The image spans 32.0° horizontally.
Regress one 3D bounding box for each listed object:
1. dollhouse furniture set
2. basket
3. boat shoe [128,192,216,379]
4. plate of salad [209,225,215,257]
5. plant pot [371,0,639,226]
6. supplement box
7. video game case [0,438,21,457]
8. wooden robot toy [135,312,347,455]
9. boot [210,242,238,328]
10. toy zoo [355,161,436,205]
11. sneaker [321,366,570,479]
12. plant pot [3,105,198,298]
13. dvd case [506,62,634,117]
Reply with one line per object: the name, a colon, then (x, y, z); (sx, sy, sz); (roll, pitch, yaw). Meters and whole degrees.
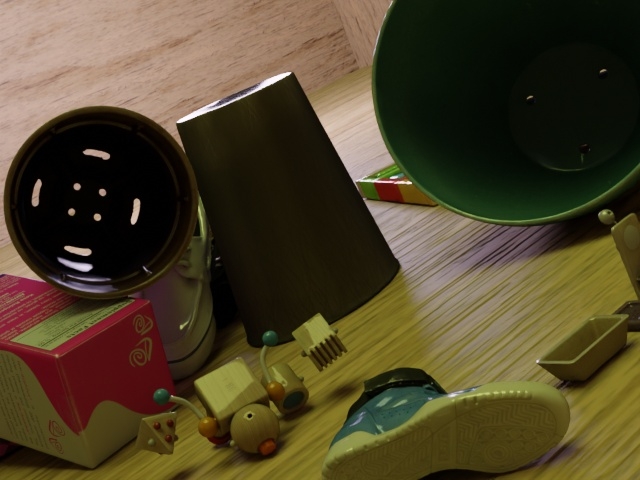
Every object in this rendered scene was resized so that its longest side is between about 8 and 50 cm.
dollhouse furniture set: (0.189, 0.031, 0.705); (0.114, 0.081, 0.091); (-31, 14, -34)
basket: (-0.040, -0.041, 1.116); (0.154, 0.226, 0.204); (-15, 13, 35)
boat shoe: (-0.158, 0.023, 1.141); (0.095, 0.084, 0.258); (-7, 45, -4)
plate of salad: (-0.139, -0.012, 1.394); (0.200, 0.048, 0.199); (-32, 41, 33)
plant pot: (0.220, -0.148, 1.078); (0.290, 0.290, 0.195); (-18, -13, 24)
supplement box: (-0.251, 0.112, 1.011); (0.220, 0.111, 0.114); (8, 29, 40)
video game case: (-0.318, 0.168, 1.176); (0.232, 0.041, 0.210); (-28, 13, -24)
wooden robot toy: (-0.047, 0.130, 0.826); (0.173, 0.076, 0.079); (-27, 47, -17)
boot: (-0.086, -0.010, 1.225); (0.077, 0.197, 0.137); (6, 20, 4)
toy zoo: (0.180, -0.102, 1.452); (0.192, 0.030, 0.293); (-26, 11, -14)
sneaker: (0.075, 0.102, 0.664); (0.152, 0.058, 0.084); (-25, 18, 24)
plant pot: (-0.210, -0.037, 1.034); (0.167, 0.167, 0.165); (-26, 10, -14)
dvd case: (0.333, -0.154, 1.226); (0.221, 0.018, 0.164); (-18, -19, 24)
